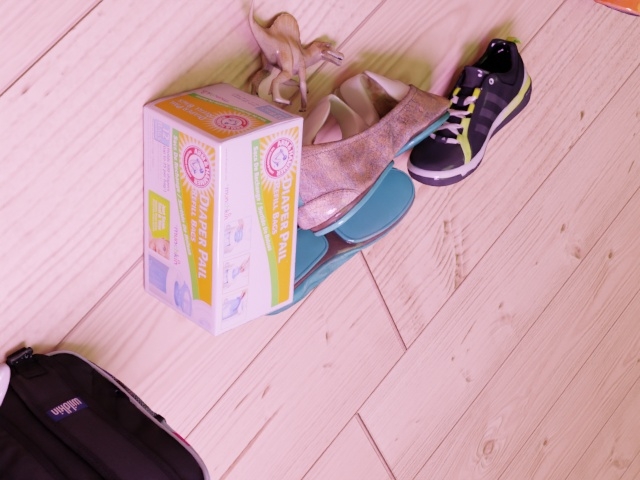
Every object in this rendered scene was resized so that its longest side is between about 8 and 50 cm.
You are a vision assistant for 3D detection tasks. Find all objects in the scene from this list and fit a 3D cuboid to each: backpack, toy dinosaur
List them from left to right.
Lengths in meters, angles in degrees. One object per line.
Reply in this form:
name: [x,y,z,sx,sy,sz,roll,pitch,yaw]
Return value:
backpack: [-0.219,0.241,1.004,0.225,0.254,0.191,-30,133,-38]
toy dinosaur: [-0.043,-0.180,1.140,0.183,0.053,0.092,11,88,-61]

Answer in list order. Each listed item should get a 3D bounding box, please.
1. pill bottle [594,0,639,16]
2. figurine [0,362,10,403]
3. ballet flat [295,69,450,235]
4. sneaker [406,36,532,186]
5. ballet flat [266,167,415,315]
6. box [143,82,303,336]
pill bottle: [0.435,-0.413,1.497,0.130,0.130,0.245,-1,113,-51]
figurine: [-0.334,0.152,0.855,0.092,0.215,0.209,-36,141,-76]
ballet flat: [0.048,-0.117,1.217,0.106,0.108,0.316,54,34,-7]
sneaker: [0.171,-0.163,1.384,0.234,0.084,0.097,-50,139,-32]
ballet flat: [0.000,0.000,1.279,0.247,0.083,0.087,-37,174,-28]
box: [-0.095,-0.032,1.102,0.103,0.114,0.203,-23,127,-40]
